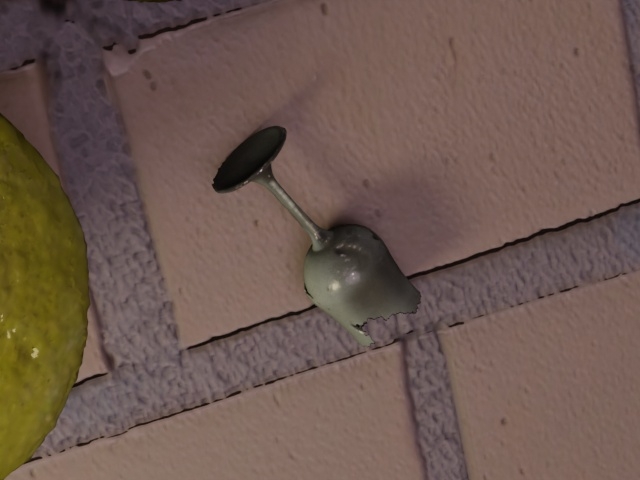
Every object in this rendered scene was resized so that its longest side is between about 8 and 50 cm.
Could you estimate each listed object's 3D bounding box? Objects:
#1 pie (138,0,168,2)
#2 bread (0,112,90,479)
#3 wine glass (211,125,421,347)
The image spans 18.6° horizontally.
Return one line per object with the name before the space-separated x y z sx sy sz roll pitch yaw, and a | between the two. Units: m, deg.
pie | -0.138 -0.281 1.402 0.277 0.277 0.078 50 45 -24
bread | -0.354 0.025 1.377 0.348 0.308 0.348 -4 102 -19
wine glass | 0.000 0.000 1.610 0.079 0.079 0.195 -43 113 -2
